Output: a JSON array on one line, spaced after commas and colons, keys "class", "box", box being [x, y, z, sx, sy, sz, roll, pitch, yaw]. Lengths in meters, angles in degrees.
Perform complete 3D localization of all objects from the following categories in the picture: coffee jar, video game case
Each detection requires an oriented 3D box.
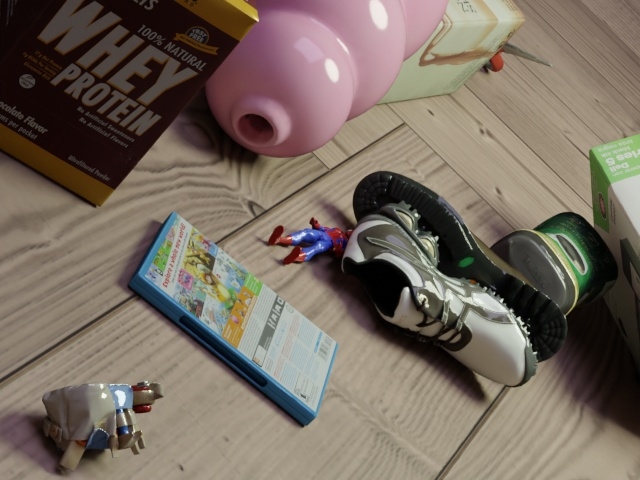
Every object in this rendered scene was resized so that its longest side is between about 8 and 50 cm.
[{"class": "coffee jar", "box": [0.217, 0.031, 1.801, 0.096, 0.079, 0.184, 55, 24, 9]}, {"class": "video game case", "box": [-0.061, 0.056, 1.394, 0.166, 0.015, 0.119, 39, 24, -9]}]

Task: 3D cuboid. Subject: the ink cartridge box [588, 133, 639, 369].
[{"class": "ink cartridge box", "box": [0.363, 0.049, 1.839, 0.273, 0.115, 0.198, -109, -174, -48]}]

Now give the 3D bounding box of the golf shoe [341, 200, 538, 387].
[{"class": "golf shoe", "box": [0.094, 0.063, 1.580, 0.198, 0.077, 0.094, 43, 42, 2]}]

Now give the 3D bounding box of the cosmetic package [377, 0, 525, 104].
[{"class": "cosmetic package", "box": [0.084, -0.241, 1.991, 0.153, 0.129, 0.296, 49, 24, 10]}]

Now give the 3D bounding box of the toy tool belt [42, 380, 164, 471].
[{"class": "toy tool belt", "box": [-0.132, 0.115, 1.151, 0.083, 0.052, 0.051, 4, 75, -51]}]

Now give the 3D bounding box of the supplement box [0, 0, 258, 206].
[{"class": "supplement box", "box": [-0.160, -0.170, 1.396, 0.129, 0.194, 0.191, 32, 25, -24]}]

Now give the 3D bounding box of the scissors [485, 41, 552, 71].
[{"class": "scissors", "box": [0.194, -0.234, 2.161, 0.109, 0.021, 0.297, 48, -1, -9]}]

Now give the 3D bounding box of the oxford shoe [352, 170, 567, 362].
[{"class": "oxford shoe", "box": [0.118, 0.025, 1.678, 0.227, 0.083, 0.096, 43, 4, 0]}]

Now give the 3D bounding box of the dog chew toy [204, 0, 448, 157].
[{"class": "dog chew toy", "box": [-0.004, -0.197, 1.687, 0.207, 0.206, 0.332, 38, 43, -13]}]

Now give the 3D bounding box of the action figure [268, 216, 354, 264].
[{"class": "action figure", "box": [0.000, 0.000, 1.574, 0.038, 0.030, 0.115, 46, 21, 19]}]
